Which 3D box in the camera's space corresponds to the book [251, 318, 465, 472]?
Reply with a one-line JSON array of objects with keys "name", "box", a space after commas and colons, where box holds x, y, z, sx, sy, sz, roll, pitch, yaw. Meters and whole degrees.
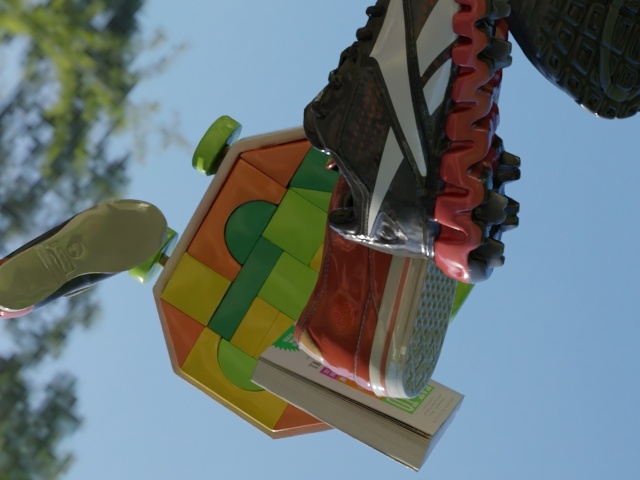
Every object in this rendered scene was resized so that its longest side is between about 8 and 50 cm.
[{"name": "book", "box": [0.030, 0.113, 1.428, 0.096, 0.144, 0.035, -42, 155, -63]}]

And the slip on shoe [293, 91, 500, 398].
[{"name": "slip on shoe", "box": [0.055, -0.061, 1.278, 0.101, 0.123, 0.331, 12, -91, 21]}]

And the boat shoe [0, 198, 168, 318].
[{"name": "boat shoe", "box": [-0.162, 0.013, 1.214, 0.137, 0.049, 0.043, -28, 178, -30]}]

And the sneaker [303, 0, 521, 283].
[{"name": "sneaker", "box": [0.054, -0.108, 1.126, 0.135, 0.276, 0.097, 6, -157, 13]}]

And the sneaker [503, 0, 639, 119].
[{"name": "sneaker", "box": [0.202, -0.143, 1.308, 0.130, 0.286, 0.109, 32, -81, 42]}]

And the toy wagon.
[{"name": "toy wagon", "box": [0.000, 0.000, 1.609, 0.344, 0.267, 0.068, -59, 174, 18]}]
